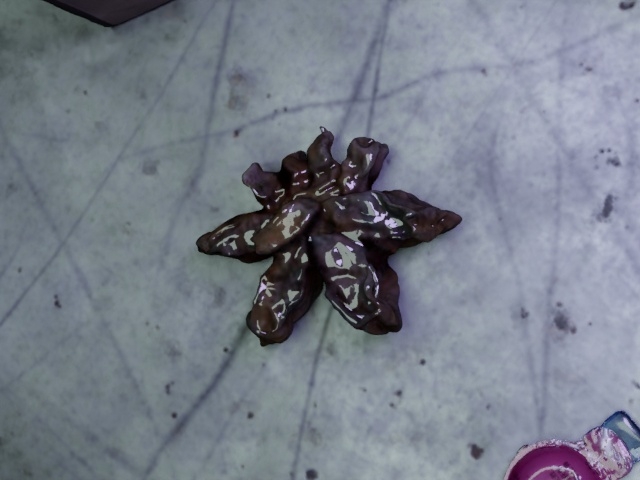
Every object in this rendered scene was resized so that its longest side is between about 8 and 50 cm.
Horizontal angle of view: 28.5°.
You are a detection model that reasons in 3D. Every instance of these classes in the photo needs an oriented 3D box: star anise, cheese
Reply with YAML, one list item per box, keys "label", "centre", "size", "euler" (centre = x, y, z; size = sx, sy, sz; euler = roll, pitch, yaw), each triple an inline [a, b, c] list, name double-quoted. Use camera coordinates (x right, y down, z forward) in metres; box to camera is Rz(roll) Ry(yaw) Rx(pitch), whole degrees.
- label: "star anise"
  centre: [-0.006, 0.004, 1.148]
  size: [0.220, 0.099, 0.214]
  euler: [-48, 65, 10]
- label: "cheese"
  centre: [0.218, 0.206, 1.090]
  size: [0.145, 0.038, 0.095]
  euler: [-39, 77, 6]

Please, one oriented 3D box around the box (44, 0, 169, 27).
- label: "box"
  centre: [-0.153, -0.331, 1.173]
  size: [0.252, 0.188, 0.153]
  euler: [-21, 80, 18]
